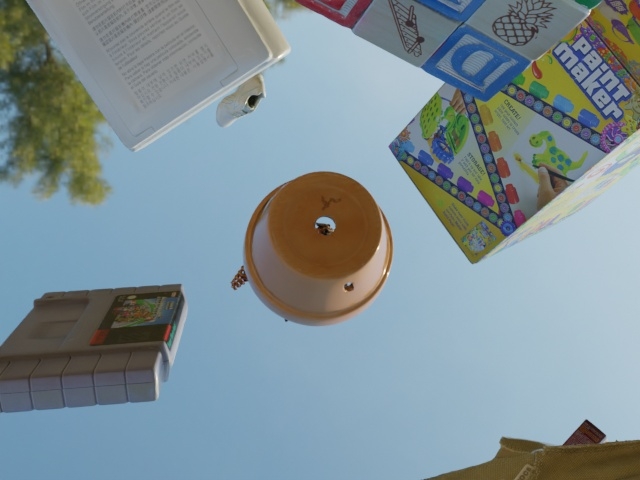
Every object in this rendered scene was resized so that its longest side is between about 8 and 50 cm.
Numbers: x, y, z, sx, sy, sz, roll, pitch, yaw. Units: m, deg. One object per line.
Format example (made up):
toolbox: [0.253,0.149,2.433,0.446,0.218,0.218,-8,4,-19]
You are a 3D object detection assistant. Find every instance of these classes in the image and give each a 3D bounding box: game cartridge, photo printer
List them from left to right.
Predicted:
game cartridge: [-0.308,0.132,1.121,0.230,0.068,0.355,-8,-166,-2]
photo printer: [-0.220,-0.300,1.014,0.256,0.307,0.107,-30,-169,19]

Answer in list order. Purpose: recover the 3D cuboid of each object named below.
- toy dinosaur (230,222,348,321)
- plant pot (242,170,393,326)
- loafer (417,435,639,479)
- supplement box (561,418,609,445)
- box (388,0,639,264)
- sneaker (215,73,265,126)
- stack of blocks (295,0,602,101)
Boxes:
toy dinosaur: [-0.069,0.061,1.840,0.322,0.164,0.218,-26,-103,-23]
plant pot: [0.000,0.000,1.494,0.291,0.291,0.203,1,166,-4]
loafer: [0.170,0.188,0.601,0.268,0.102,0.092,-14,-142,1]
supplement box: [0.427,0.342,1.337,0.083,0.055,0.043,-47,-126,-3]
box: [0.288,-0.150,0.934,0.290,0.279,0.177,-21,-108,-43]
sneaker: [-0.175,-0.295,1.778,0.054,0.152,0.061,16,-139,-42]
stack of blocks: [0.003,-0.197,0.355,0.297,0.171,0.087,24,-118,-14]
